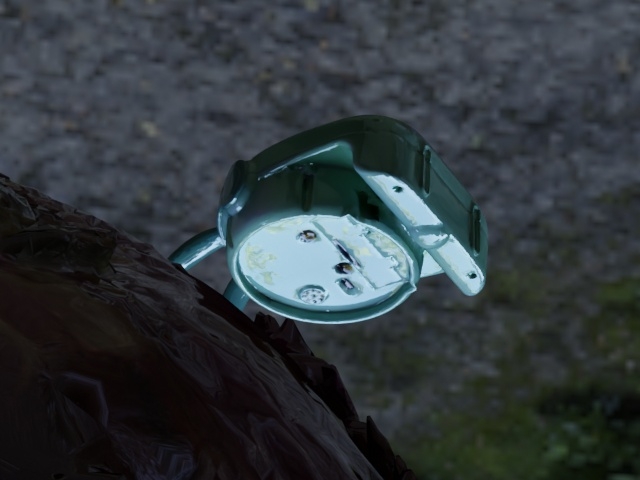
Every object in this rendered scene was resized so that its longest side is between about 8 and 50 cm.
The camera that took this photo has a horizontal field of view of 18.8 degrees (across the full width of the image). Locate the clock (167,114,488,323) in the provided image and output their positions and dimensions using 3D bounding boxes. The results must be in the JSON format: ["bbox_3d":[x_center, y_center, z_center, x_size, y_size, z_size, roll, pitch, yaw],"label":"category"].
[{"bbox_3d":[0.000,0.000,0.854,0.135,0.041,0.101,-18,137,27],"label":"clock"}]

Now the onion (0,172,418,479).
[{"bbox_3d":[-0.147,0.112,0.548,0.358,0.345,0.358,9,-147,-6],"label":"onion"}]
